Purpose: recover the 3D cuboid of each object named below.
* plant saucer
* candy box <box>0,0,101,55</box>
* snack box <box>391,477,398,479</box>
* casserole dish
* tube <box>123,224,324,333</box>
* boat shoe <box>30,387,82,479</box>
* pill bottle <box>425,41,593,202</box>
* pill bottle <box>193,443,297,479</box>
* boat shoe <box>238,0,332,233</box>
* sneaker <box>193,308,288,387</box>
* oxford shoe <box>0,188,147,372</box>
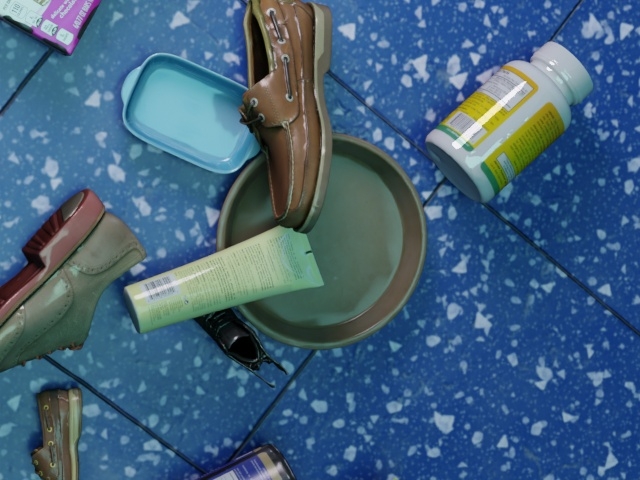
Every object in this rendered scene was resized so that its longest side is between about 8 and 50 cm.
[{"bbox_3d":[0.000,0.000,1.990,0.278,0.041,0.277,-1,95,-16],"label":"plant saucer"},{"bbox_3d":[-0.362,-0.342,1.841,0.233,0.071,0.159,28,88,-15],"label":"candy box"},{"bbox_3d":[0.047,0.425,1.993,0.207,0.070,0.174,-29,132,-10],"label":"snack box"},{"bbox_3d":[-0.159,-0.157,1.933,0.188,0.037,0.114,24,89,-15],"label":"casserole dish"},{"bbox_3d":[-0.119,0.050,1.915,0.240,0.062,0.070,-19,127,-15],"label":"tube"},{"bbox_3d":[-0.326,0.268,1.918,0.060,0.064,0.178,3,88,-10],"label":"boat shoe"},{"bbox_3d":[0.245,-0.156,2.001,0.208,0.117,0.117,-43,104,-8],"label":"pill bottle"},{"bbox_3d":[-0.130,0.352,1.946,0.219,0.123,0.122,-25,101,-11],"label":"pill bottle"},{"bbox_3d":[-0.052,-0.155,1.890,0.104,0.111,0.307,10,62,-24],"label":"boat shoe"},{"bbox_3d":[-0.114,0.111,1.943,0.051,0.089,0.170,-43,105,-7],"label":"sneaker"},{"bbox_3d":[-0.345,0.108,1.866,0.130,0.123,0.348,42,85,-20],"label":"oxford shoe"}]
